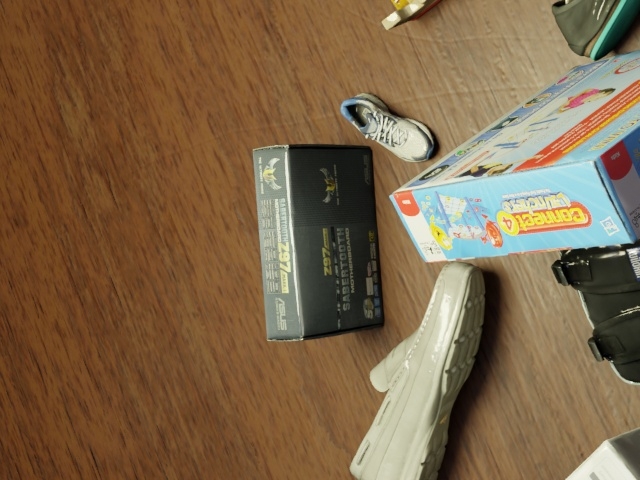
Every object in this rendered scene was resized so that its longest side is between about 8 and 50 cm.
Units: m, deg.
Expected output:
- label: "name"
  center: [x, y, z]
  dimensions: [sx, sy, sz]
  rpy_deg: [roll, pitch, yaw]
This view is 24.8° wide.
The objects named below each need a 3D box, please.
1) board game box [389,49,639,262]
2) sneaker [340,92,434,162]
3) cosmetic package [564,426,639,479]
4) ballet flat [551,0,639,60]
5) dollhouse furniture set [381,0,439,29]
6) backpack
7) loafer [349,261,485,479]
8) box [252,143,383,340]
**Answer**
- label: "board game box"
  center: [0.277, -0.096, 1.446]
  dimensions: [0.302, 0.308, 0.086]
  rpy_deg: [-7, 114, 57]
- label: "sneaker"
  center: [0.077, -0.135, 1.790]
  dimensions: [0.135, 0.058, 0.052]
  rpy_deg: [33, 111, 29]
- label: "cosmetic package"
  center: [0.315, 0.315, 1.547]
  dimensions: [0.225, 0.224, 0.138]
  rpy_deg: [-48, 66, 27]
- label: "ballet flat"
  center: [0.332, -0.309, 1.544]
  dimensions: [0.096, 0.095, 0.280]
  rpy_deg: [51, 133, 14]
- label: "dollhouse furniture set"
  center: [0.076, -0.469, 1.744]
  dimensions: [0.201, 0.152, 0.374]
  rpy_deg: [-35, 91, 31]
- label: "backpack"
  center: [0.398, 0.016, 1.482]
  dimensions: [0.253, 0.191, 0.225]
  rpy_deg: [-17, 103, 41]
- label: "loafer"
  center: [0.112, 0.168, 1.752]
  dimensions: [0.111, 0.112, 0.319]
  rpy_deg: [24, 107, 23]
- label: "box"
  center: [0.000, 0.000, 1.777]
  dimensions: [0.059, 0.183, 0.233]
  rpy_deg: [-5, 89, 35]
